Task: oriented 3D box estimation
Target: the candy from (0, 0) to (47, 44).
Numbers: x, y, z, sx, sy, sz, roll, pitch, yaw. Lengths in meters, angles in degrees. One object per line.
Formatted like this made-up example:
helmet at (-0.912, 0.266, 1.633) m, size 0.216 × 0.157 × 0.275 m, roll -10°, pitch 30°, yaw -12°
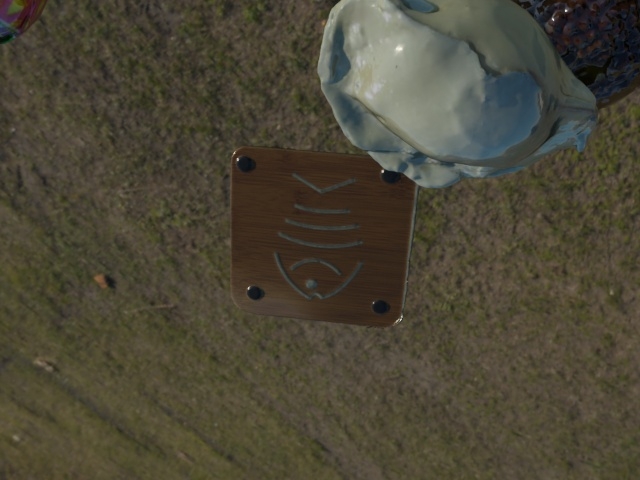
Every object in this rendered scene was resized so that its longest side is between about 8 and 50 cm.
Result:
candy at (-0.250, -0.348, 0.650) m, size 0.124 × 0.365 × 0.124 m, roll 42°, pitch -176°, yaw -4°

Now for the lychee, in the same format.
lychee at (0.325, -0.301, 0.909) m, size 0.267 × 0.267 × 0.268 m, roll 22°, pitch 145°, yaw 16°

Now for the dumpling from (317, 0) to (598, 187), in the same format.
dumpling at (0.111, -0.126, 0.591) m, size 0.258 × 0.147 × 0.193 m, roll 26°, pitch 141°, yaw -19°

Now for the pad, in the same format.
pad at (0.000, 0.000, 1.029) m, size 0.286 × 0.018 × 0.284 m, roll 6°, pitch 113°, yaw 5°
